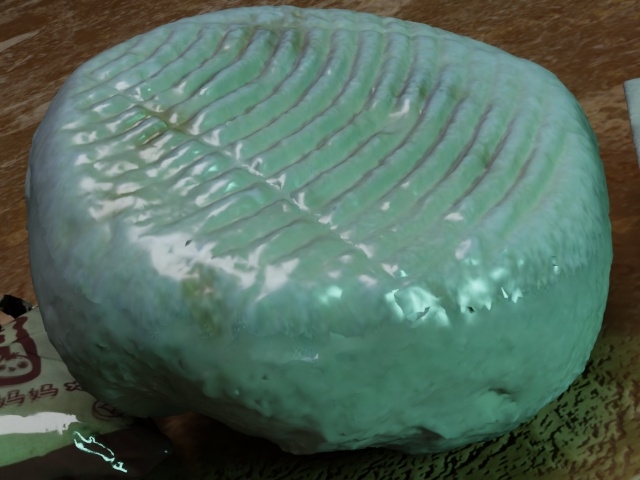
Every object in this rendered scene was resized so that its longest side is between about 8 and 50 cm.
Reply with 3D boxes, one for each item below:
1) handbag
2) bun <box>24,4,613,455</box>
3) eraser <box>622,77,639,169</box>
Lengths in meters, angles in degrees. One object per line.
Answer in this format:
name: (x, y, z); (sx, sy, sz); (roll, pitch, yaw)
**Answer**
handbag: (-0.211, 0.114, 0.757); (0.213, 0.127, 0.235); (-26, 25, -7)
bun: (-0.005, -0.002, 0.722); (0.355, 0.194, 0.354); (4, 36, -3)
eraser: (0.390, -0.072, 0.718); (0.397, 0.082, 0.213); (-12, 27, 16)
